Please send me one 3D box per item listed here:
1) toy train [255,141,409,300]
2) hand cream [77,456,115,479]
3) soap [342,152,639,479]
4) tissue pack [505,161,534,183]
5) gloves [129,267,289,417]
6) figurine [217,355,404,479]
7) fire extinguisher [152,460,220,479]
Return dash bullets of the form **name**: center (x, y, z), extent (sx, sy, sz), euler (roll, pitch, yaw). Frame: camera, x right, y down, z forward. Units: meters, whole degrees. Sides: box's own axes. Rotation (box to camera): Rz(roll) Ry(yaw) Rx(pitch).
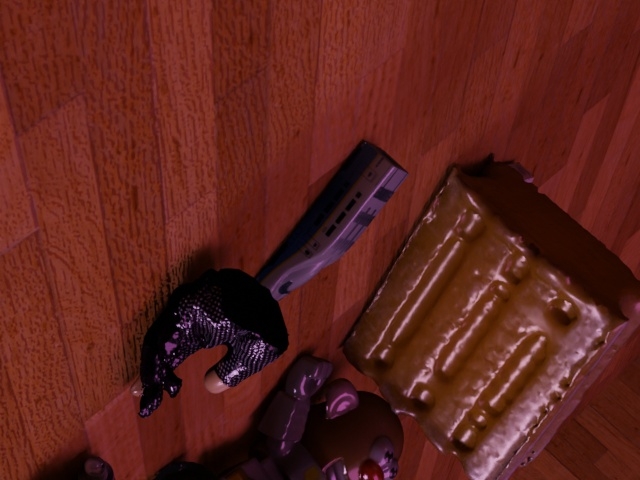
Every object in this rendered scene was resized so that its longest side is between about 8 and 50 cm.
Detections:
- **toy train**: center (0.000, 0.000, 1.495), extent (0.234, 0.051, 0.052), euler (-52, 155, 10)
- **hand cream**: center (-0.251, 0.290, 1.555), extent (0.052, 0.038, 0.216), euler (-12, 153, -12)
- **soap**: center (0.222, 0.107, 1.789), extent (0.156, 0.293, 0.335), euler (-22, 147, -55)
- **tissue pack**: center (0.246, -0.062, 1.878), extent (0.062, 0.042, 0.083), euler (-16, 143, -58)
- **gloves**: center (-0.131, 0.104, 1.395), extent (0.181, 0.106, 0.129), euler (-26, 169, 28)
- **figurine**: center (-0.012, 0.308, 1.857), extent (0.285, 0.167, 0.342), euler (-33, 151, -28)
- **fire extinguisher**: center (-0.189, 0.392, 1.777), extent (0.118, 0.093, 0.294), euler (-9, 144, -20)
